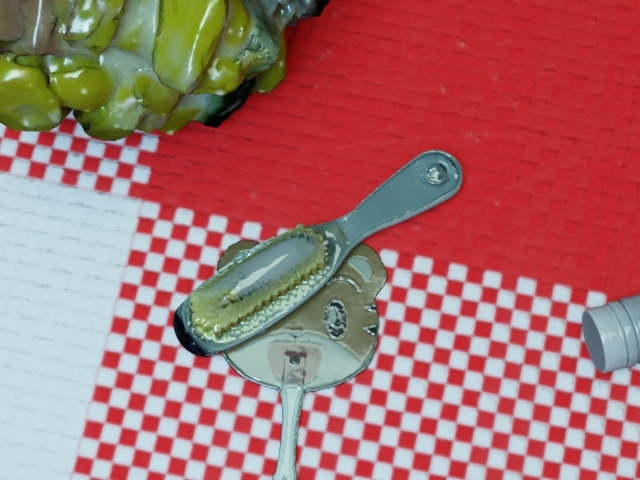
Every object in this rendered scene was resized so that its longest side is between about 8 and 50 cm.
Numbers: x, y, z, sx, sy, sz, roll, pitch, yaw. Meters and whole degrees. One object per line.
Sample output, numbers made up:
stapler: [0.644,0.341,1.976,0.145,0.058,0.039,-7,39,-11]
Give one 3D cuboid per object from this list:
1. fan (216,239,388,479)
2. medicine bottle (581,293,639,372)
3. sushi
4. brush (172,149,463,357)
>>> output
fan: [-0.021,0.107,1.155,0.153,0.008,0.226,4,73,0]
medicine bottle: [0.276,0.075,1.140,0.091,0.058,0.058,-15,74,-4]
sushi: [-0.131,-0.218,1.107,0.329,0.328,0.285,5,87,-13]
brush: [0.000,0.000,1.154,0.297,0.060,0.068,-33,73,-11]
